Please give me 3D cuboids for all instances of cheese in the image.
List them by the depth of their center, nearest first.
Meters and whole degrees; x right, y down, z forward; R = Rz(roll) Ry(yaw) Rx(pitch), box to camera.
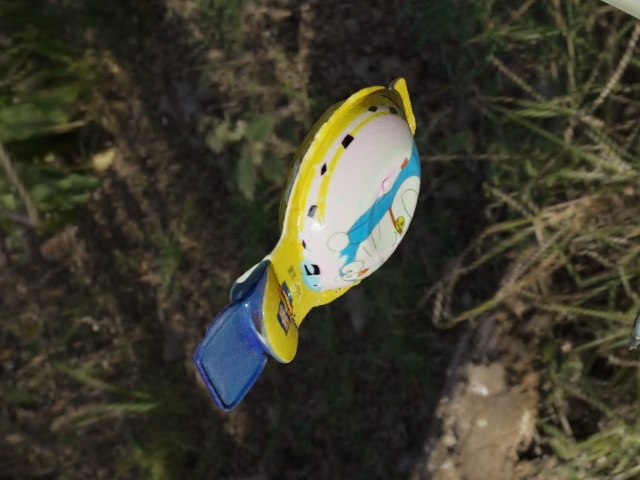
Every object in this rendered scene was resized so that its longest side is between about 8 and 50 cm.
[{"bbox_3d":[0.000,0.000,0.806,0.064,0.250,0.157,22,154,28],"label":"cheese"}]

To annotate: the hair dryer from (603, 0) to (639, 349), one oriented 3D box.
[{"bbox_3d":[0.207,-0.101,0.808,0.229,0.092,0.267,43,95,22],"label":"hair dryer"}]
